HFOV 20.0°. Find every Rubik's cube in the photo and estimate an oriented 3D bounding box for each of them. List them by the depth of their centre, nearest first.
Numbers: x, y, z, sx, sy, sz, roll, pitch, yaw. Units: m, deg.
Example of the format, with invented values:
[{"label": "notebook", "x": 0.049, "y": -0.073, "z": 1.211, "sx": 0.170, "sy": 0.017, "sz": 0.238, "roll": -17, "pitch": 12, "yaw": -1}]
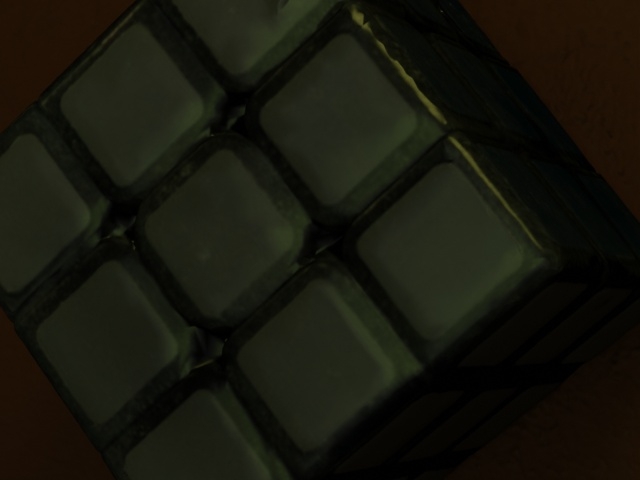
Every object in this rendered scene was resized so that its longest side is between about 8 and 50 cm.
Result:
[{"label": "Rubik's cube", "x": 0.000, "y": 0.000, "z": 1.164, "sx": 0.304, "sy": 0.301, "sz": 0.305, "roll": -43, "pitch": 71, "yaw": 16}]
